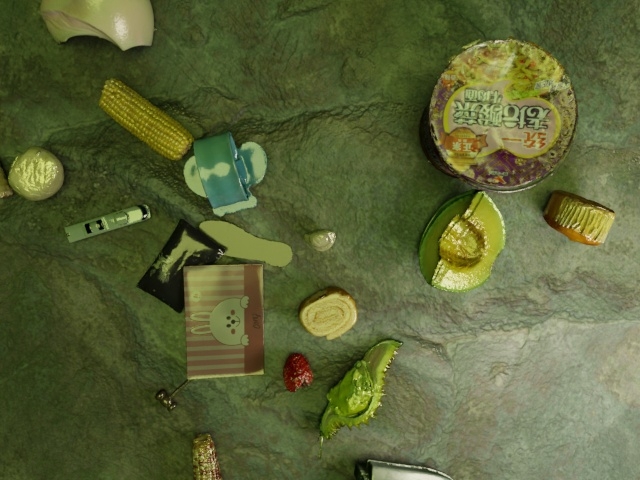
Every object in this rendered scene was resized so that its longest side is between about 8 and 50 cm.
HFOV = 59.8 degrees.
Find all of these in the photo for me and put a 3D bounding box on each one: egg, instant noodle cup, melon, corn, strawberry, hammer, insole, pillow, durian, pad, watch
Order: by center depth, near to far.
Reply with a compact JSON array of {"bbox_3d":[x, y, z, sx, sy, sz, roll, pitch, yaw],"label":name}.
[{"bbox_3d":[-0.529,-0.561,1.295,0.271,0.162,0.206,9,95,-5],"label":"egg"},{"bbox_3d":[0.389,-0.280,1.323,0.340,0.266,0.340,0,95,-3],"label":"instant noodle cup"},{"bbox_3d":[-0.228,-0.156,1.328,0.211,0.193,0.211,0,93,-2],"label":"watch"},{"bbox_3d":[-0.425,-0.290,1.355,0.244,0.093,0.093,37,91,-6],"label":"corn"},{"bbox_3d":[-0.354,0.066,1.405,0.141,0.055,0.208,36,92,-12],"label":"pillow"},{"bbox_3d":[-0.244,0.208,1.422,0.202,0.005,0.300,-1,99,-12],"label":"pad"},{"bbox_3d":[0.361,0.012,1.423,0.169,0.129,0.265,28,89,-27],"label":"melon"},{"bbox_3d":[-0.060,0.339,1.436,0.083,0.083,0.096,-15,60,-2],"label":"strawberry"},{"bbox_3d":[0.091,0.405,1.436,0.132,0.106,0.375,38,87,0],"label":"durian"},{"bbox_3d":[-0.195,0.012,1.437,0.253,0.005,0.086,18,94,-4],"label":"insole"},{"bbox_3d":[-0.292,0.622,1.439,0.079,0.079,0.237,-9,93,-3],"label":"corn"},{"bbox_3d":[-0.304,0.326,1.445,0.292,0.029,0.058,-43,98,-2],"label":"hammer"}]

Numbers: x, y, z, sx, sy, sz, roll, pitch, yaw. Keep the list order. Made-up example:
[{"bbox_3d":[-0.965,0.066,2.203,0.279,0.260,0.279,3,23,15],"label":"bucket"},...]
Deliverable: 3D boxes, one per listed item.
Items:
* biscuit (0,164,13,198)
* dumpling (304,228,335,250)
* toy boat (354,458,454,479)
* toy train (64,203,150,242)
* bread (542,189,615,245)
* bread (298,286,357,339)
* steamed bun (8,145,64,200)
[{"bbox_3d":[-0.819,-0.202,1.353,0.055,0.061,0.219,-22,96,19],"label":"biscuit"},{"bbox_3d":[0.001,0.000,1.432,0.077,0.043,0.059,-14,117,-6],"label":"dumpling"},{"bbox_3d":[0.239,0.665,1.474,0.319,0.092,0.141,12,93,-12],"label":"toy boat"},{"bbox_3d":[-0.529,-0.045,1.391,0.207,0.047,0.043,-17,96,-1],"label":"toy train"},{"bbox_3d":[0.641,-0.057,1.394,0.132,0.190,0.114,20,101,-2],"label":"bread"},{"bbox_3d":[0.021,0.190,1.430,0.149,0.073,0.122,-27,97,-1],"label":"bread"},{"bbox_3d":[-0.681,-0.159,1.350,0.112,0.091,0.130,31,93,-7],"label":"steamed bun"}]
